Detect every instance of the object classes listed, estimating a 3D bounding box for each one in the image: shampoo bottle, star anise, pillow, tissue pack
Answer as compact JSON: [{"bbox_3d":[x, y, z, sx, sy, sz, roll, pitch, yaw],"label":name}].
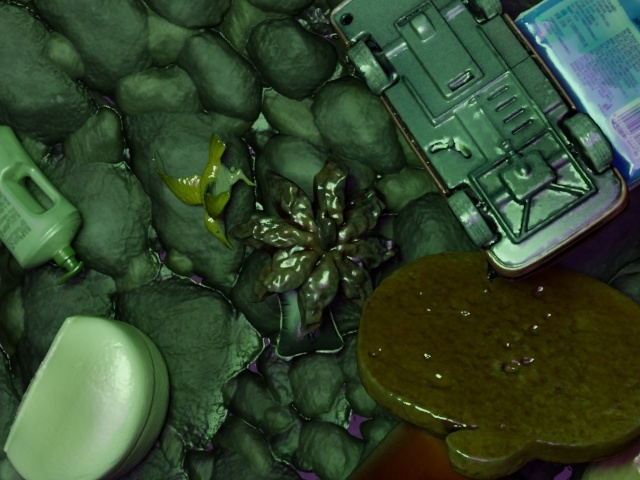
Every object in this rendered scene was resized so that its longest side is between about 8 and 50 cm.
[{"bbox_3d":[-0.418,-0.041,1.695,0.118,0.087,0.234,-42,82,4],"label":"shampoo bottle"},{"bbox_3d":[0.000,-0.001,1.589,0.223,0.109,0.236,-16,83,-12],"label":"star anise"},{"bbox_3d":[-0.022,0.095,1.645,0.091,0.055,0.135,-11,81,27],"label":"pillow"},{"bbox_3d":[0.397,-0.215,1.556,0.198,0.146,0.263,-32,81,2],"label":"tissue pack"}]

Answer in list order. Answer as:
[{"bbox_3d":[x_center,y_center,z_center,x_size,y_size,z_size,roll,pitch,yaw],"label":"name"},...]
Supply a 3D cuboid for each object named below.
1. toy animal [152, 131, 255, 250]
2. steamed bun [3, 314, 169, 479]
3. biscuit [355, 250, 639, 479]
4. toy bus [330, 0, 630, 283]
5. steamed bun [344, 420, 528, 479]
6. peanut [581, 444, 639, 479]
[{"bbox_3d":[-0.135,-0.064,1.657,0.095,0.219,0.155,-42,119,-13],"label":"toy animal"},{"bbox_3d":[-0.306,0.231,1.629,0.164,0.146,0.241,27,91,14],"label":"steamed bun"},{"bbox_3d":[0.236,0.161,1.509,0.394,0.070,0.350,17,49,15],"label":"biscuit"},{"bbox_3d":[0.203,-0.152,1.516,0.203,0.233,0.427,-33,71,6],"label":"toy bus"},{"bbox_3d":[0.196,0.403,1.492,0.379,0.248,0.235,41,94,8],"label":"steamed bun"},{"bbox_3d":[0.416,0.280,1.538,0.124,0.123,0.256,25,80,9],"label":"peanut"}]
